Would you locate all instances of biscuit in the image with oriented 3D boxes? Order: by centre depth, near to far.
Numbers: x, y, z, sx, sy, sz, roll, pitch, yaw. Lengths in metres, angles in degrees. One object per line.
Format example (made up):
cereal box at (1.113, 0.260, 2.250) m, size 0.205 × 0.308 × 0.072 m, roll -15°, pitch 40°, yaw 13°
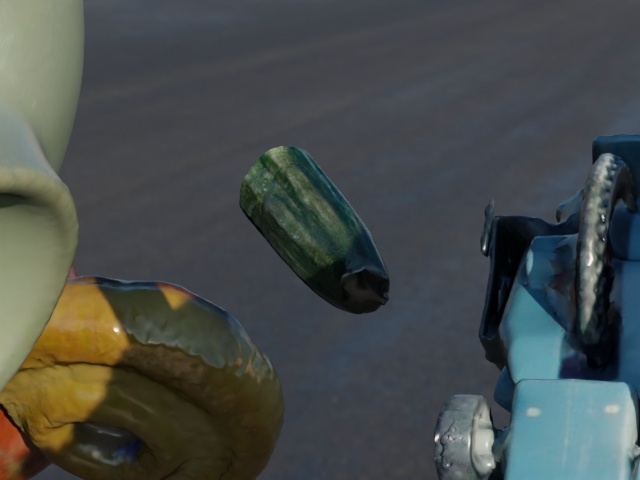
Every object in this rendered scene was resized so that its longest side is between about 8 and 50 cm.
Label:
biscuit at (-0.148, 0.127, 1.333) m, size 0.213 × 0.091 × 0.274 m, roll -30°, pitch -56°, yaw 35°

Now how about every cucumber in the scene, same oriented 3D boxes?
cucumber at (0.000, 0.000, 0.835) m, size 0.048 × 0.048 × 0.105 m, roll -4°, pitch 39°, yaw -34°

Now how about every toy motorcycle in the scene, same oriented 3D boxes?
toy motorcycle at (0.097, 0.107, 0.544) m, size 0.123 × 0.272 × 0.182 m, roll 1°, pitch -27°, yaw 20°

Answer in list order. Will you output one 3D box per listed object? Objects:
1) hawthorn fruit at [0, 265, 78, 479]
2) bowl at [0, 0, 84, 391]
hawthorn fruit at (-0.332, 0.116, 1.461) m, size 0.275 × 0.300 × 0.275 m, roll -16°, pitch -4°, yaw -1°
bowl at (-0.197, -0.013, 0.486) m, size 0.185 × 0.354 × 0.354 m, roll 42°, pitch 24°, yaw 15°
